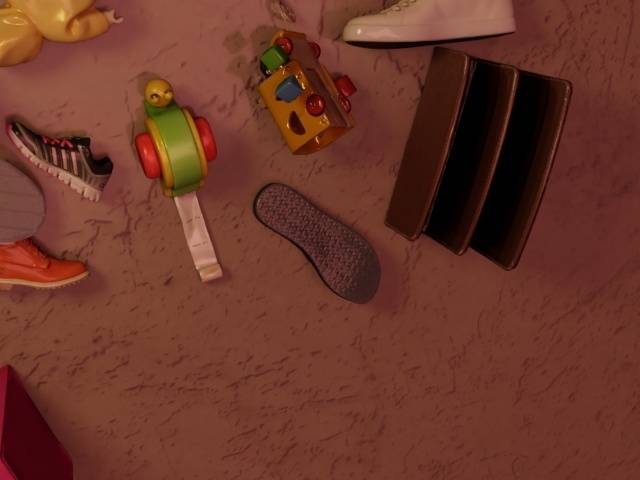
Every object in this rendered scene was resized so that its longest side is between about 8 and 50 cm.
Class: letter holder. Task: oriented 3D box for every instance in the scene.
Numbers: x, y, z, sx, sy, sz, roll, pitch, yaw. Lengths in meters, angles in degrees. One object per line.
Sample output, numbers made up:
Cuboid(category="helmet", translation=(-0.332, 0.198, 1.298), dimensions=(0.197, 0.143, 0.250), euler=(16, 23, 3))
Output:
Cuboid(category="letter holder", translation=(0.243, -0.127, 1.523), dimensions=(0.152, 0.214, 0.302), euler=(11, 102, -21))

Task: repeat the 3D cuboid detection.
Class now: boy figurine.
Cuboid(category="boy figurine", translation=(-0.353, -0.339, 1.334), dimensions=(0.177, 0.092, 0.285), euler=(37, 92, -24))

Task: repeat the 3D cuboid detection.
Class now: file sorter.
Cuboid(category="file sorter", translation=(-0.476, 0.354, 1.388), dimensions=(0.182, 0.291, 0.202), euler=(-28, 112, -6))

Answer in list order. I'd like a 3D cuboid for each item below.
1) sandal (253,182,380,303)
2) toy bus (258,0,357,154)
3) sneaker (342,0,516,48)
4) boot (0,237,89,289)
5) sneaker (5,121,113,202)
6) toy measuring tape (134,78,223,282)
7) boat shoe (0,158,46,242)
Cuboid(category="sandal", translation=(0.000, -0.001, 1.575), dimensions=(0.254, 0.054, 0.097), euler=(44, 82, -14))
Cuboid(category="toy bus", translation=(-0.040, -0.225, 1.459), dimensions=(0.104, 0.202, 0.191), euler=(-33, 124, 26))
Cuboid(category="sneaker", translation=(0.161, -0.360, 1.501), dimensions=(0.290, 0.106, 0.123), euler=(-11, 99, -23))
Cuboid(category="boot", translation=(-0.418, 0.028, 1.438), dimensions=(0.158, 0.059, 0.085), euler=(1, 100, -17))
Cuboid(category="sneaker", translation=(-0.368, -0.128, 1.406), dimensions=(0.170, 0.063, 0.075), euler=(36, 92, -28))
Cuboid(category="toy measuring tape", translation=(-0.196, -0.077, 1.449), dimensions=(0.121, 0.121, 0.330), euler=(-18, 110, -13))
Cuboid(category="boat shoe", translation=(-0.539, -0.074, 1.329), dimensions=(0.335, 0.119, 0.121), euler=(15, 83, -45))
